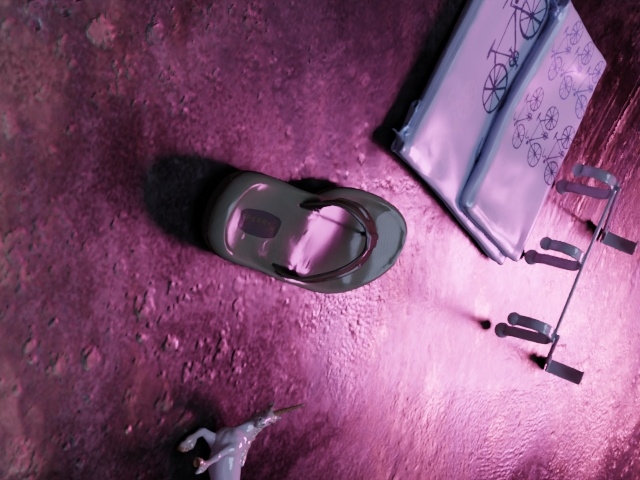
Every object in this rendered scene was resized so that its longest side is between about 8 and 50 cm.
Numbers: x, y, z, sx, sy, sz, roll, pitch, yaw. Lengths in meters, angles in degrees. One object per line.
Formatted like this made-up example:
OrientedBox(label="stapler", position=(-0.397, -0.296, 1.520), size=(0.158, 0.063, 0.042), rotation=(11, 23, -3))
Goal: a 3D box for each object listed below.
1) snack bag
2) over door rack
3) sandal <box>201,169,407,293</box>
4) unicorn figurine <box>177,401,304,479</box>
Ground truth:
OrientedBox(label="snack bag", position=(0.236, -0.173, 1.647), size=(0.342, 0.037, 0.323), rotation=(41, 72, -50))
OrientedBox(label="over door rack", position=(0.340, 0.050, 1.829), size=(0.240, 0.108, 0.324), rotation=(-65, 157, -8))
OrientedBox(label="sandal", position=(-0.001, 0.001, 1.376), size=(0.302, 0.086, 0.120), rotation=(7, 99, -53))
OrientedBox(label="unicorn figurine", position=(-0.099, 0.231, 1.383), size=(0.111, 0.060, 0.162), rotation=(-10, 128, -50))
